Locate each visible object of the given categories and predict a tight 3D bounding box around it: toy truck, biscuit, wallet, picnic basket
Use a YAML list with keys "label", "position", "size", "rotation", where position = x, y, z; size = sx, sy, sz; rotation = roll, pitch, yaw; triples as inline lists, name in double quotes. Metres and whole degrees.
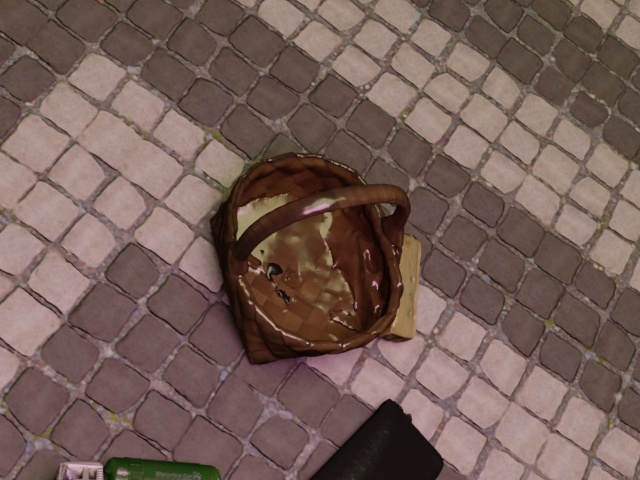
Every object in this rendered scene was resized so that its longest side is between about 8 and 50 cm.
- label: "toy truck"
  position: [-0.256, 0.363, 1.512]
  size: [0.242, 0.101, 0.125]
  rotation: [8, 60, -20]
- label: "biscuit"
  position: [0.134, 0.079, 1.811]
  size: [0.056, 0.052, 0.188]
  rotation: [23, 60, -28]
- label: "wallet"
  position: [0.081, 0.367, 1.665]
  size: [0.250, 0.044, 0.149]
  rotation: [-40, 88, -30]
- label: "picnic basket"
  position: [0.000, 0.000, 1.646]
  size: [0.293, 0.337, 0.337]
  rotation: [-10, 70, -24]
